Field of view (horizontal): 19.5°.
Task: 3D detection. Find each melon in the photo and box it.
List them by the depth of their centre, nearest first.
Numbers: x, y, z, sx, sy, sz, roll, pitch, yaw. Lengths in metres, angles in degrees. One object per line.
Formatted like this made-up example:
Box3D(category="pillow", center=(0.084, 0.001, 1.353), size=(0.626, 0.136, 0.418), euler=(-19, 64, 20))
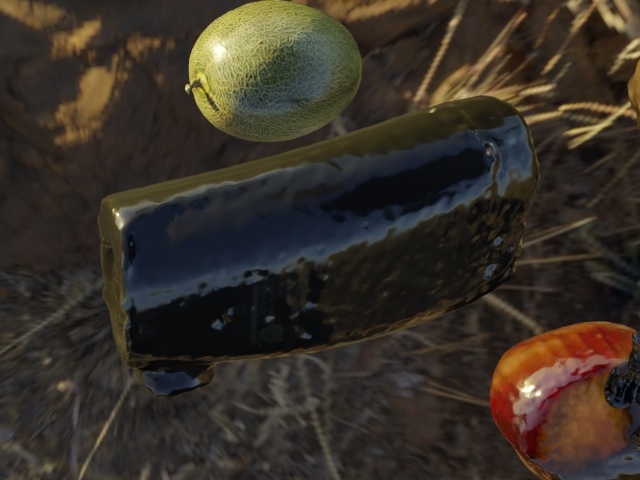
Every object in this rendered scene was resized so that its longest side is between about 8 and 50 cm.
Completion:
Box3D(category="melon", center=(-0.050, -0.166, 1.833), size=(0.192, 0.139, 0.139), euler=(-12, 89, -28))

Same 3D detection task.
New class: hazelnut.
Box3D(category="hazelnut", center=(0.256, 0.165, 1.698), size=(0.202, 0.160, 0.170), euler=(54, 45, -34))

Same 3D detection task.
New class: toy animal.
Box3D(category="toy animal", center=(0.273, 0.123, 1.434), size=(0.108, 0.220, 0.062), euler=(-3, 59, 5))

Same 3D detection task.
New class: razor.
Box3D(category="razor", center=(0.000, 0.003, 1.360), size=(0.327, 0.189, 0.107), euler=(-15, 49, -18))

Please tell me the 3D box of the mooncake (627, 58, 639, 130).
Box3D(category="mooncake", center=(0.313, -0.022, 1.032), size=(0.187, 0.324, 0.324), euler=(-33, 92, 13))
